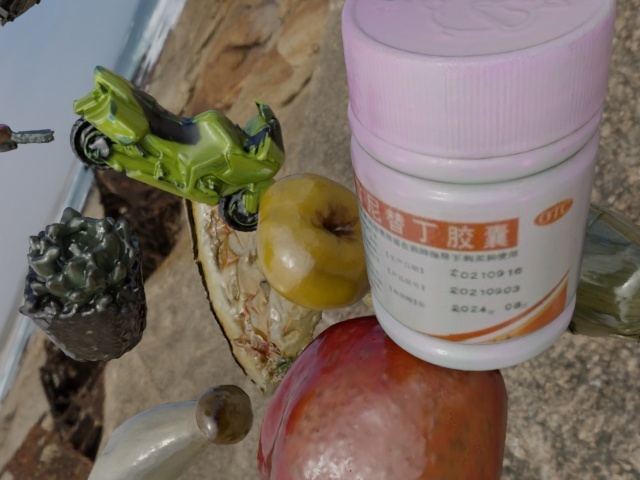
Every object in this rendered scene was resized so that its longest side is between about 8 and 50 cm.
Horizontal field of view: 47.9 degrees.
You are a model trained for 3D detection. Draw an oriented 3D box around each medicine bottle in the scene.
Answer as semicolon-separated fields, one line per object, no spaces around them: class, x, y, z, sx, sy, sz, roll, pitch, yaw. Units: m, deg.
medicine bottle;0.129;-0.060;0.620;0.202;0.202;0.316;-95;-4;-50

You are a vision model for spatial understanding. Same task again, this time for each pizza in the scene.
pizza;-0.119;0.089;1.330;0.435;0.080;0.392;11;104;49

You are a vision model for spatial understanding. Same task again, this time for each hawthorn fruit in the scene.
hawthorn fruit;0.086;0.189;0.791;0.330;0.287;0.287;-63;18;-16

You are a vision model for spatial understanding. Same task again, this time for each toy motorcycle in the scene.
toy motorcycle;-0.188;-0.143;1.067;0.206;0.342;0.142;-61;27;12

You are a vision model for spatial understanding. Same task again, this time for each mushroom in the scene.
mushroom;-0.252;0.329;1.139;0.350;0.128;0.128;-32;36;24

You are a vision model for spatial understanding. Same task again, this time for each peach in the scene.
peach;0.000;0.000;0.886;0.103;0.179;0.179;-42;33;45

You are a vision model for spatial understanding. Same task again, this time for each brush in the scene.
brush;-0.680;-0.192;1.382;0.070;0.323;0.051;-136;41;-67

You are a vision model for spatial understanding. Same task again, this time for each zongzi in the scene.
zongzi;0.422;0.025;1.032;0.447;0.418;0.181;21;116;45

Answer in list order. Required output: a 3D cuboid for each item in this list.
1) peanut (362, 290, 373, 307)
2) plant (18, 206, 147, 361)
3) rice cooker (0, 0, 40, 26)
peanut;0.123;0.086;1.572;0.087;0.087;0.206;-62;9;19
plant;-0.270;0.046;0.830;0.194;0.129;0.132;94;168;-48
rice cooker;-0.509;-0.418;1.159;0.112;0.106;0.165;-41;22;36
